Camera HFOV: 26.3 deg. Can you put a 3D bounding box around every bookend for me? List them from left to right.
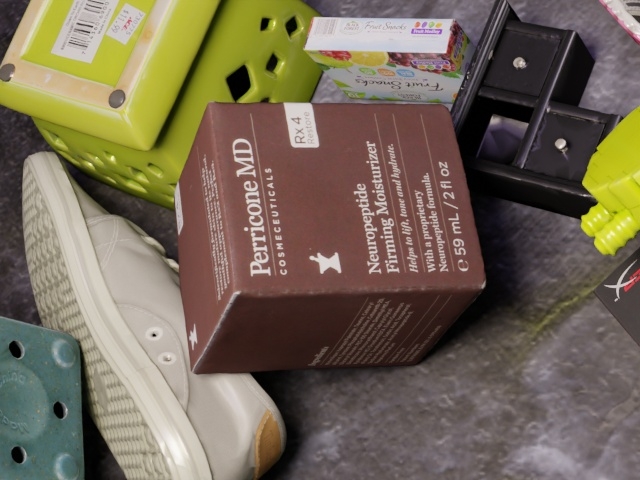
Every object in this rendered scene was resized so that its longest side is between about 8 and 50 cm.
[{"bbox_3d":[0.199,-0.108,1.148,0.157,0.072,0.156,18,80,31],"label":"bookend"}]

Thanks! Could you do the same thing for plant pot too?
[{"bbox_3d":[-0.341,0.173,1.187,0.252,0.247,0.247,-23,61,34],"label":"plant pot"},{"bbox_3d":[-0.156,-0.167,1.278,0.227,0.207,0.228,19,82,31],"label":"plant pot"}]

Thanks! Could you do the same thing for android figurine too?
[{"bbox_3d":[0.277,-0.095,0.905,0.056,0.248,0.273,44,98,-6],"label":"android figurine"}]

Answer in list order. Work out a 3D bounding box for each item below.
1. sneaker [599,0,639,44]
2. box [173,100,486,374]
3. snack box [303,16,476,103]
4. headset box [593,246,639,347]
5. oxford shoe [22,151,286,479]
[{"bbox_3d":[0.276,-0.213,1.153,0.075,0.063,0.170,-42,53,15],"label":"sneaker"},{"bbox_3d":[0.000,0.000,1.105,0.203,0.167,0.169,-1,64,-18],"label":"box"},{"bbox_3d":[0.070,-0.160,1.218,0.141,0.100,0.037,7,73,30],"label":"snack box"},{"bbox_3d":[0.354,0.073,0.873,0.218,0.110,0.293,-45,51,13],"label":"headset box"},{"bbox_3d":[-0.166,0.075,1.246,0.130,0.169,0.449,-16,45,-25],"label":"oxford shoe"}]
